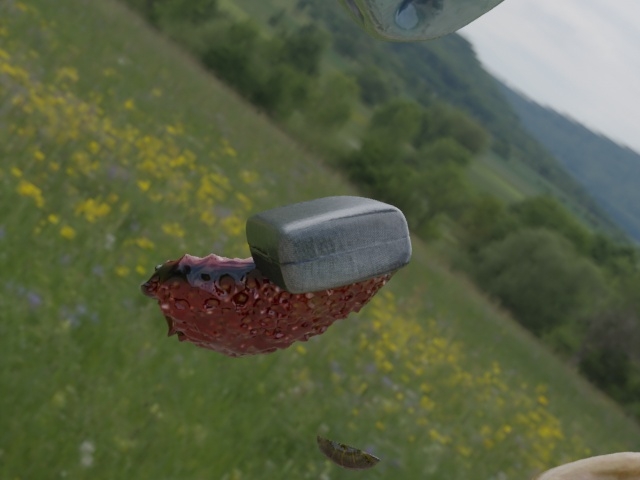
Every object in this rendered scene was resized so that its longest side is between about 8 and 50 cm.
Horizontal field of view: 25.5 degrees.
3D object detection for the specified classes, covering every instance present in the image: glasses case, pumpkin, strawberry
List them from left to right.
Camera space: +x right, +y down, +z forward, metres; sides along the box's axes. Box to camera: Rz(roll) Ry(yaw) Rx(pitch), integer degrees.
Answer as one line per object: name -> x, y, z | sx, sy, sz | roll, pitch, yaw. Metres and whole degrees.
strawberry -> -0.058, 0.082, 1.784 | 0.306, 0.137, 0.233 | 0, -3, 22
glasses case -> 0.000, 0.000, 1.487 | 0.323, 0.131, 0.074 | -159, -123, -80
pumpkin -> 0.030, 0.261, 1.708 | 0.083, 0.028, 0.050 | 21, -9, 18

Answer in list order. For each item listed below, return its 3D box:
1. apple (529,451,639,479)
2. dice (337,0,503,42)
apple -> 0.339, 0.428, 1.577 | 0.391, 0.392, 0.346 | -124, -159, -76
dice -> 0.100, -0.407, 1.609 | 0.262, 0.268, 0.264 | 54, -3, 35
